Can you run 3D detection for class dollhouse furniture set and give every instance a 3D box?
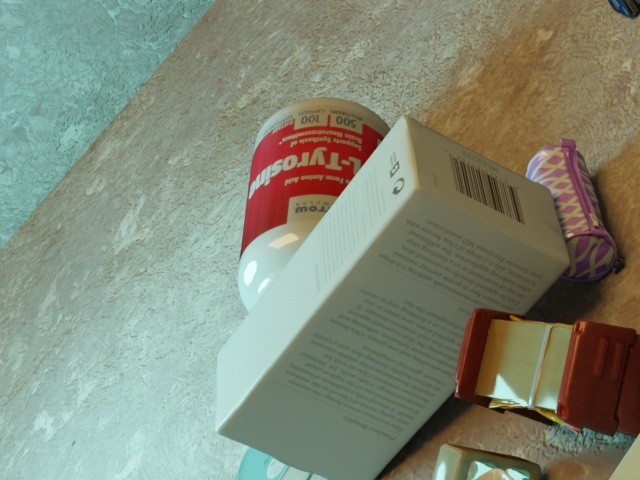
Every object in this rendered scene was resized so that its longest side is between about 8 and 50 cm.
[{"bbox_3d":[0.239,0.267,1.670,0.201,0.152,0.374,7,82,59],"label":"dollhouse furniture set"}]

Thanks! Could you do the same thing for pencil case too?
[{"bbox_3d":[0.312,-0.037,1.912,0.206,0.086,0.088,-100,17,-53],"label":"pencil case"}]

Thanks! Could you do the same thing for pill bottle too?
[{"bbox_3d":[0.000,0.000,2.215,0.229,0.229,0.407,-36,33,32],"label":"pill bottle"}]

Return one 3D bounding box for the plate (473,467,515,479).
[{"bbox_3d":[0.130,0.370,1.476,0.277,0.045,0.278,-34,30,-8],"label":"plate"}]

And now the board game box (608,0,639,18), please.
[{"bbox_3d":[0.447,-0.443,2.099,0.194,0.194,0.060,-39,29,-2],"label":"board game box"}]

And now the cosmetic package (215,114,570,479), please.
[{"bbox_3d":[0.077,0.090,1.908,0.453,0.230,0.161,-51,25,29],"label":"cosmetic package"}]

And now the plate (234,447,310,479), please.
[{"bbox_3d":[-0.071,0.318,2.190,0.188,0.024,0.188,-38,30,28],"label":"plate"}]

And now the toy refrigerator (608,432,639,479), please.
[{"bbox_3d":[0.353,0.257,1.504,0.269,0.102,0.094,-55,27,-2],"label":"toy refrigerator"}]
